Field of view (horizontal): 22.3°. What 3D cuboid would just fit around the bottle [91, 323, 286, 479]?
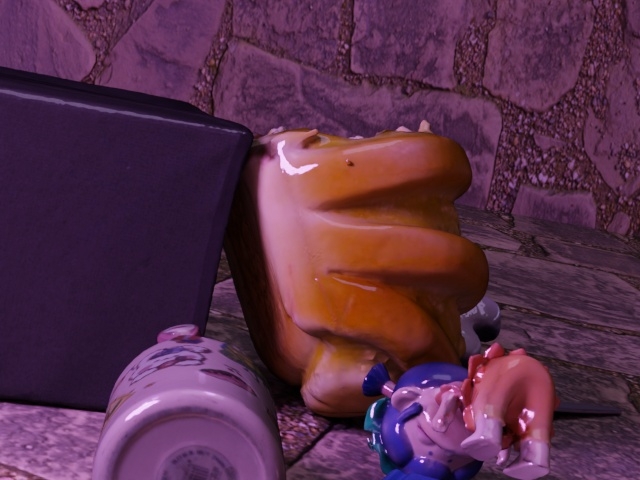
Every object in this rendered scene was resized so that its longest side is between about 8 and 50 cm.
[{"bbox_3d":[-0.086,0.125,1.070,0.120,0.120,0.253,10,8,-7],"label":"bottle"}]

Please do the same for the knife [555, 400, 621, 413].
[{"bbox_3d":[0.216,0.160,1.590,0.058,0.032,0.244,6,-1,38],"label":"knife"}]

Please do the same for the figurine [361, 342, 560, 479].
[{"bbox_3d":[0.111,0.135,1.217,0.111,0.102,0.195,31,-27,-19],"label":"figurine"}]

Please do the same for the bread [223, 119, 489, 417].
[{"bbox_3d":[0.040,0.022,1.424,0.211,0.270,0.315,-17,-7,-12],"label":"bread"}]

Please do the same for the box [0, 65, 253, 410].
[{"bbox_3d":[-0.266,-0.012,1.334,0.345,0.251,0.204,10,8,-19],"label":"box"}]

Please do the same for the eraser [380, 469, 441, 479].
[{"bbox_3d":[0.068,0.189,1.156,0.063,0.027,0.085,14,8,15],"label":"eraser"}]

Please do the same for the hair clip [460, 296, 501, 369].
[{"bbox_3d":[0.071,0.075,1.729,0.257,0.075,0.146,13,51,-24],"label":"hair clip"}]

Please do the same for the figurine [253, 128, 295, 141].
[{"bbox_3d":[0.001,0.002,1.876,0.247,0.173,0.177,30,19,22],"label":"figurine"}]
